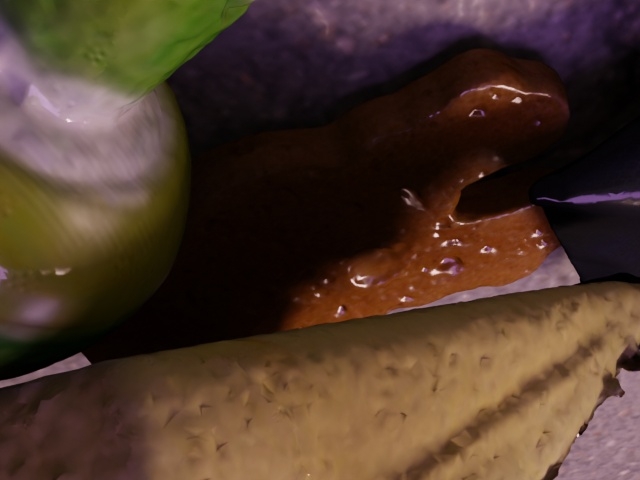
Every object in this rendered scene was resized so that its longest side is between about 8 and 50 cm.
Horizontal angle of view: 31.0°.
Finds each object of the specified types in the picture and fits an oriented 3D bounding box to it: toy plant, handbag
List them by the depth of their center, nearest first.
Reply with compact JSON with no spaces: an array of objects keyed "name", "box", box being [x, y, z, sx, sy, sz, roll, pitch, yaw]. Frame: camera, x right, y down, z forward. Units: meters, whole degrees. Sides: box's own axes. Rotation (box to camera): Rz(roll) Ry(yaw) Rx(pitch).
[{"name":"toy plant","box":[-0.062,-0.098,0.391,0.316,0.224,0.184,-39,92,29]},{"name":"handbag","box":[0.244,-0.035,0.642,0.254,0.088,0.211,-31,144,2]}]

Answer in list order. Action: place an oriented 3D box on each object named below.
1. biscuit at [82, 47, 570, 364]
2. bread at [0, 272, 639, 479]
[{"name":"biscuit","box":[-0.001,-0.003,0.640,0.295,0.044,0.186,-19,138,2]},{"name":"bread","box":[-0.069,0.159,0.521,0.405,0.242,0.346,1,168,-45]}]
